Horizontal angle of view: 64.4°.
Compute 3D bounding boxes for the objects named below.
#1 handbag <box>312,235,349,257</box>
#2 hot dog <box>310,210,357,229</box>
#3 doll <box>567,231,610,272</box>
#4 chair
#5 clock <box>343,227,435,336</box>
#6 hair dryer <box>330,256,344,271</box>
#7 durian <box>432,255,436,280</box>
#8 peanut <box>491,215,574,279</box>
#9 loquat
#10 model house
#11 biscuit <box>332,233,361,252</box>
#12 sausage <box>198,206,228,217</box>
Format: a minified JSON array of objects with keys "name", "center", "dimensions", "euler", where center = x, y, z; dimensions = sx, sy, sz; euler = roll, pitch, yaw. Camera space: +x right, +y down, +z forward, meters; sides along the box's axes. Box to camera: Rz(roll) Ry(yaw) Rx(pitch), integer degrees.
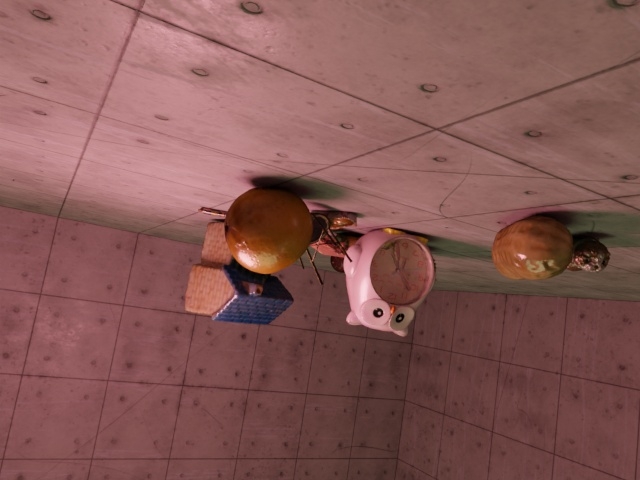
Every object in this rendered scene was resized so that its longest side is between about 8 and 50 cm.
[{"name":"handbag","center":[0.000,0.000,2.034],"dimensions":[0.212,0.059,0.157],"euler":[33,165,-38]},{"name":"hot dog","center":[0.036,-0.068,1.737],"dimensions":[0.192,0.053,0.099],"euler":[3,162,25]},{"name":"doll","center":[0.775,0.047,1.528],"dimensions":[0.105,0.115,0.221],"euler":[-1,171,-4]},{"name":"chair","center":[-0.045,-0.028,1.667],"dimensions":[0.170,0.325,0.160],"euler":[-36,141,8]},{"name":"clock","center":[0.249,0.156,1.948],"dimensions":[0.368,0.376,0.250],"euler":[15,175,-17]},{"name":"hair dryer","center":[0.223,0.079,2.544],"dimensions":[0.340,0.123,0.312],"euler":[-2,162,-3]},{"name":"durian","center":[0.382,0.117,2.181],"dimensions":[0.237,0.176,0.200],"euler":[-3,-142,-7]},{"name":"peanut","center":[0.588,0.027,1.423],"dimensions":[0.192,0.169,0.387],"euler":[4,175,4]},{"name":"loquat","center":[-0.147,-0.033,1.482],"dimensions":[0.263,0.263,0.263],"euler":[9,172,1]},{"name":"model house","center":[-0.306,0.148,2.248],"dimensions":[0.395,0.445,0.400],"euler":[18,168,-43]},{"name":"biscuit","center":[0.149,0.031,2.195],"dimensions":[0.213,0.091,0.274],"euler":[16,168,-28]},{"name":"sausage","center":[-0.392,-0.107,2.042],"dimensions":[0.198,0.025,0.028],"euler":[9,175,-10]}]
